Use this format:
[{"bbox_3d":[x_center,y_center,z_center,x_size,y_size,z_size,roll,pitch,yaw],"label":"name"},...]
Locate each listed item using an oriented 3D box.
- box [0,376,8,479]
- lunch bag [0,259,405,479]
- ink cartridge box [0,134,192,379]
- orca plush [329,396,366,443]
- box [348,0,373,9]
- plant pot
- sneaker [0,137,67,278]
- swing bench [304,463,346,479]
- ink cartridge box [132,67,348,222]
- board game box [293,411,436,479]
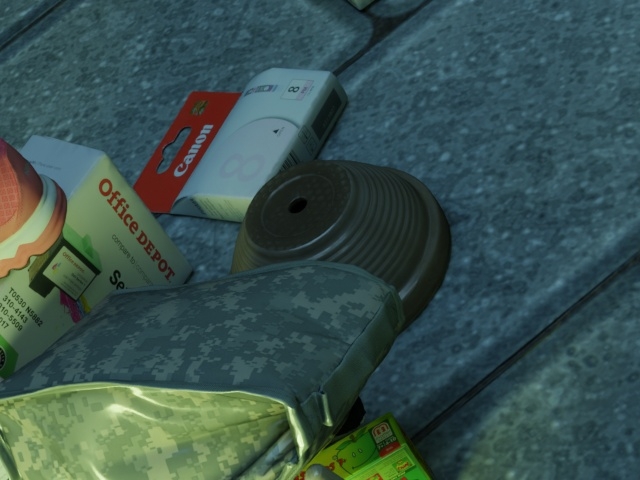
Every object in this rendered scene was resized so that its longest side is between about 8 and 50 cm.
[{"bbox_3d":[-0.393,0.257,1.606,0.324,0.067,0.063,-42,28,17],"label":"box"},{"bbox_3d":[-0.084,0.128,1.370,0.287,0.169,0.235,-11,17,26],"label":"lunch bag"},{"bbox_3d":[-0.282,0.063,1.717,0.117,0.201,0.278,13,59,39],"label":"ink cartridge box"},{"bbox_3d":[-0.093,0.137,1.581,0.151,0.102,0.287,-40,27,-31],"label":"orca plush"},{"bbox_3d":[0.104,-0.474,1.968,0.345,0.215,0.168,-37,41,-4],"label":"box"},{"bbox_3d":[0.000,0.000,1.668,0.237,0.110,0.237,-18,45,18],"label":"plant pot"},{"bbox_3d":[-0.397,0.009,1.583,0.314,0.136,0.116,-37,42,-4],"label":"sneaker"},{"bbox_3d":[0.054,0.343,1.240,0.165,0.254,0.253,-50,22,46],"label":"swing bench"},{"bbox_3d":[-0.108,-0.110,1.883,0.232,0.066,0.189,10,57,33],"label":"ink cartridge box"},{"bbox_3d":[0.007,0.231,1.456,0.181,0.092,0.043,-31,42,4],"label":"board game box"}]
